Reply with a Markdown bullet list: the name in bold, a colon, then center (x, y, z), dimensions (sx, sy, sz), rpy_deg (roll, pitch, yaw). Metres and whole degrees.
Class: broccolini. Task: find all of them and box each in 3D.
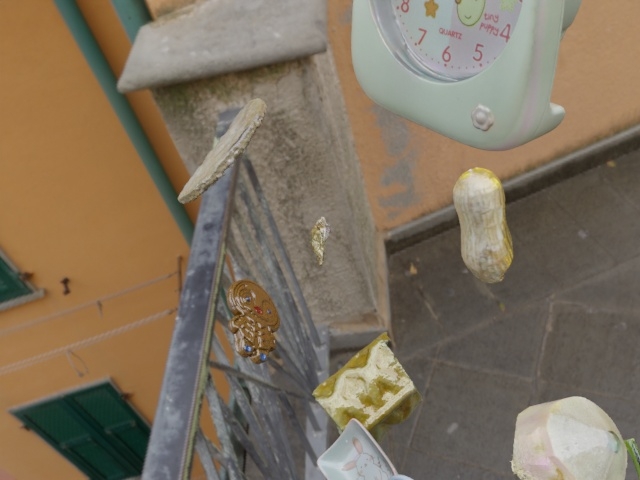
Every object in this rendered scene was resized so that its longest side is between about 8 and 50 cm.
- **broccolini**: center (0.541, 0.445, 1.024), dimensions (0.051, 0.239, 0.054), rpy_deg (-10, -10, -37)

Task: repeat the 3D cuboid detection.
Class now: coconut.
- **coconut**: center (0.287, 0.239, 0.713), dimensions (0.116, 0.122, 0.116), rpy_deg (11, 60, -19)

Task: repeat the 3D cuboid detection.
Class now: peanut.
- **peanut**: center (0.271, -0.022, 1.043), dimensions (0.087, 0.206, 0.087), rpy_deg (-13, 21, 5)

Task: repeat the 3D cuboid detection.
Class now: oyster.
- **oyster**: center (-0.001, -0.002, 1.122), dimensions (0.034, 0.051, 0.093), rpy_deg (-4, 40, 12)

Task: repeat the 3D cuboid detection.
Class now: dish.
- **dish**: center (0.100, 0.533, 1.424), dimensions (0.151, 0.077, 0.212), rpy_deg (-52, 36, 5)

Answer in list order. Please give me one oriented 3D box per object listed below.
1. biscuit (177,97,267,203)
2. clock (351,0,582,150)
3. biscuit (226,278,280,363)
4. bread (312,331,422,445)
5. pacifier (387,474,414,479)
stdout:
- **biscuit**: center (-0.160, -0.168, 1.119), dimensions (0.133, 0.032, 0.250), rpy_deg (-4, 49, 58)
- **clock**: center (0.090, -0.161, 0.381), dimensions (0.062, 0.191, 0.151), rpy_deg (-23, 42, -33)
- **biscuit**: center (-0.121, 0.145, 1.151), dimensions (0.026, 0.124, 0.175), rpy_deg (-36, 38, 27)
- **bread**: center (0.131, 0.407, 1.635), dimensions (0.252, 0.196, 0.238), rpy_deg (-32, 82, -6)
- **pacifier**: center (0.212, 0.465, 0.911), dimensions (0.226, 0.238, 0.287), rpy_deg (-17, 28, -21)
